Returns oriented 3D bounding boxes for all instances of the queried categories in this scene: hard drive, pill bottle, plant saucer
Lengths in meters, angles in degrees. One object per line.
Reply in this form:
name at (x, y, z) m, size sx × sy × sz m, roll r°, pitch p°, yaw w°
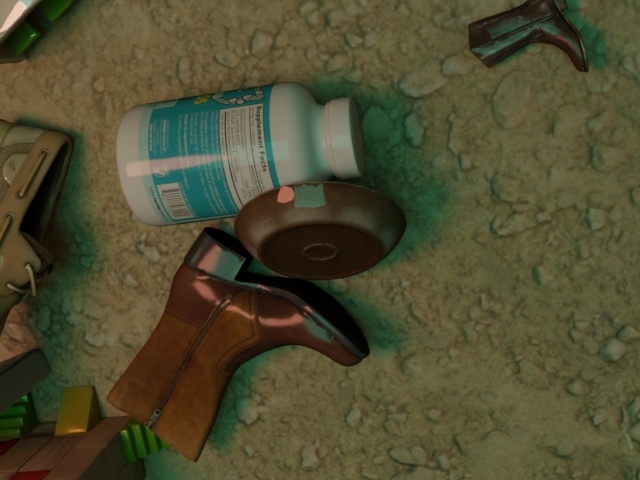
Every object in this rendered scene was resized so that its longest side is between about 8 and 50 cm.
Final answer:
hard drive at (-0.556, 0.255, 1.031) m, size 0.353 × 0.233 × 0.047 m, roll -22°, pitch 99°, yaw 14°
pill bottle at (-0.087, -0.101, 0.915) m, size 0.264 × 0.146 × 0.146 m, roll -6°, pitch 102°, yaw 10°
plant saucer at (0.000, 0.000, 0.911) m, size 0.198 × 0.199 × 0.036 m, roll -8°, pitch 60°, yaw 11°

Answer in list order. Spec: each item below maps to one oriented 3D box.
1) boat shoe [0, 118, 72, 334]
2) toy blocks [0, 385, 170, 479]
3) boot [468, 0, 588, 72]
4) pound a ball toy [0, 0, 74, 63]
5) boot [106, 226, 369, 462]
boat shoe at (-0.383, 0.020, 0.961) m, size 0.110 × 0.121 × 0.341 m, roll 9°, pitch 80°, yaw -2°
toy blocks at (-0.411, 0.333, 1.012) m, size 0.381 × 0.261 × 0.191 m, roll -7°, pitch 102°, yaw 11°
boot at (0.230, -0.214, 0.891) m, size 0.114 × 0.037 × 0.106 m, roll -24°, pitch 85°, yaw 11°
pound a ball toy at (-0.413, -0.391, 0.907) m, size 0.208 × 0.136 × 0.319 m, roll -39°, pitch 95°, yaw 16°
boot at (-0.108, 0.165, 0.996) m, size 0.264 × 0.096 × 0.280 m, roll 30°, pitch 102°, yaw 3°
